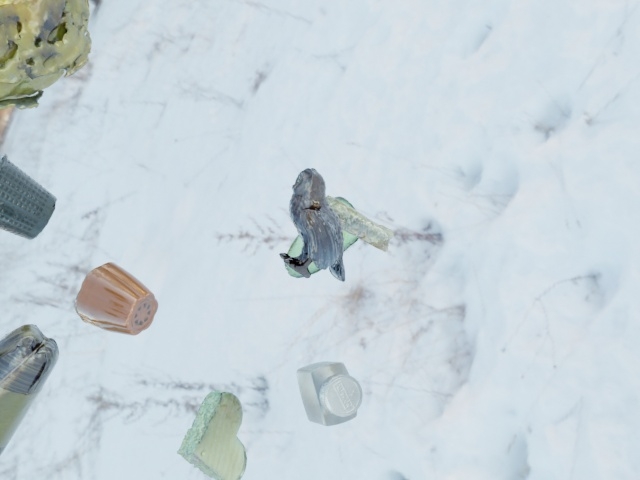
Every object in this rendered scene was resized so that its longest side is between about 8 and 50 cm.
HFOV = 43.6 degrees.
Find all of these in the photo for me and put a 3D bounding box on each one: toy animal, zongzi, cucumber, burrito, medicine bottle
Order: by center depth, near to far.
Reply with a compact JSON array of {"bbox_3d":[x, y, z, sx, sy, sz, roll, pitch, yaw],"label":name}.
[{"bbox_3d":[-0.001,-0.028,1.346,0.218,0.116,0.180,-120,40,-81],"label":"toy animal"},{"bbox_3d":[-0.706,0.251,1.554,0.289,0.317,0.154,-59,12,2],"label":"zongzi"},{"bbox_3d":[0.069,-0.035,1.622,0.051,0.171,0.042,-61,-3,16],"label":"burrito"},{"bbox_3d":[0.021,0.335,1.755,0.188,0.088,0.132,157,100,-71],"label":"medicine bottle"},{"bbox_3d":[0.000,0.000,1.937,0.244,0.115,0.063,-41,5,30],"label":"cucumber"}]

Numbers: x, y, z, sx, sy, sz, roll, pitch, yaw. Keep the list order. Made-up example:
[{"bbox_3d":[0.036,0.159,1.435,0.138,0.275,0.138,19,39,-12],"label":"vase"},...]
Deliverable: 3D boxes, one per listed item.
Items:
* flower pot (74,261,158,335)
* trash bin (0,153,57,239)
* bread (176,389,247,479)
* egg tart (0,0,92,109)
[{"bbox_3d":[-0.562,0.174,2.257,0.173,0.190,0.191,20,87,24],"label":"flower pot"},{"bbox_3d":[-0.708,-0.088,1.855,0.175,0.161,0.175,-38,33,31],"label":"trash bin"},{"bbox_3d":[-0.236,0.444,1.748,0.064,0.172,0.232,3,104,38],"label":"bread"},{"bbox_3d":[-0.428,-0.299,1.002,0.132,0.297,0.297,-12,59,64],"label":"egg tart"}]
